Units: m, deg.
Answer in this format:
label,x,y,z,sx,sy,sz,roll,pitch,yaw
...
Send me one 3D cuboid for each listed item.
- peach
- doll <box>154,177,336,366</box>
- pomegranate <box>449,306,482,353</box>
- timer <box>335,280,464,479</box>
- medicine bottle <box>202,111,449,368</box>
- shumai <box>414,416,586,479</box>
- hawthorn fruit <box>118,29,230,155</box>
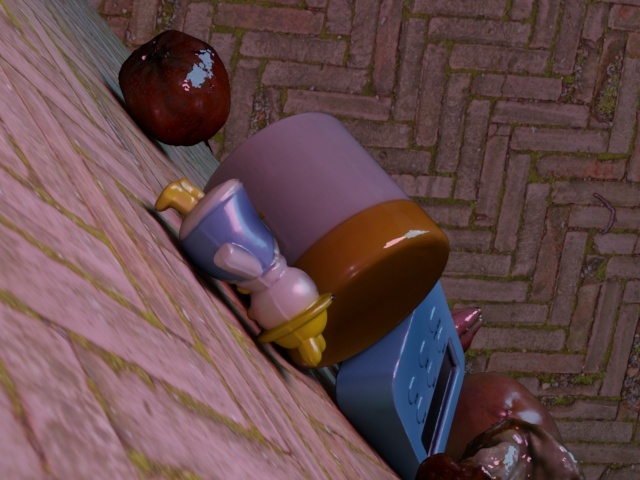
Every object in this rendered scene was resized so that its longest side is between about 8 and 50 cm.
label,x,y,z,sx,sy,sz,roll,pitch,yaw
peach,0.318,0.378,1.808,0.292,0.248,0.292,35,-49,52
doll,-0.070,0.027,1.031,0.241,0.099,0.135,53,-22,-3
pomegranate,0.159,0.184,1.591,0.214,0.248,0.214,52,-1,1
timer,0.138,0.191,1.370,0.250,0.091,0.231,54,42,-37
medicine bottle,0.000,0.000,1.220,0.232,0.238,0.238,50,0,26
shumai,0.204,0.363,1.213,0.222,0.204,0.271,9,-62,48
hawthorn fruit,-0.229,-0.224,1.615,0.181,0.181,0.235,52,-12,43
